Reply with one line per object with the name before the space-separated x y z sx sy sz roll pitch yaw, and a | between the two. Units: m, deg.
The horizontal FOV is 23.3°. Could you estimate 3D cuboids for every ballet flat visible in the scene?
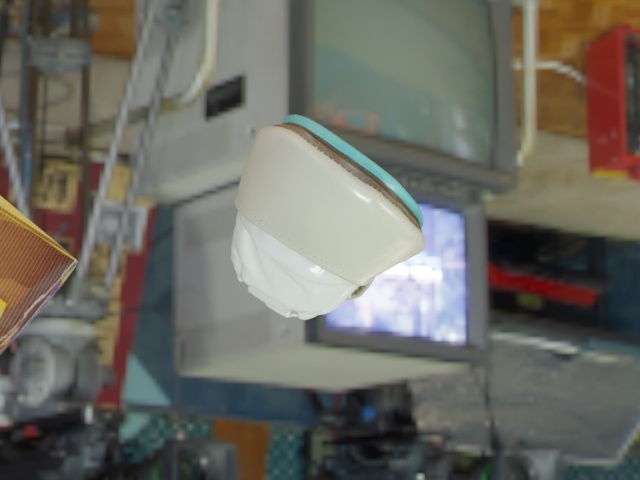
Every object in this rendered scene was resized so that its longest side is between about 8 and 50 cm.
ballet flat | 0.000 0.000 0.707 0.086 0.086 0.248 -1 178 5

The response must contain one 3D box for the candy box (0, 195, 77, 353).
candy box | -0.209 -0.010 0.660 0.187 0.109 0.053 41 130 -5
